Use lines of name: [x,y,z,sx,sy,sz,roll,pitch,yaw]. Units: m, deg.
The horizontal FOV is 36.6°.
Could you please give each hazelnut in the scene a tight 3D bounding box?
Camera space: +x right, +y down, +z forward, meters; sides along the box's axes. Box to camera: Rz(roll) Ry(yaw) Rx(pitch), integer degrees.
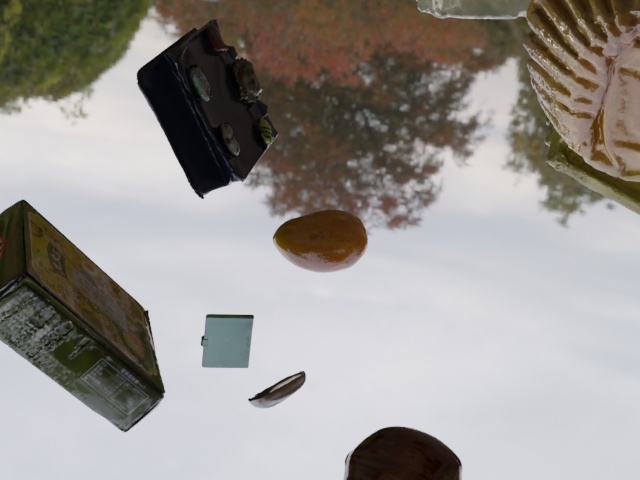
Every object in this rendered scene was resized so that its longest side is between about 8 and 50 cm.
hazelnut: [0.144,0.437,1.705,0.186,0.210,0.210,43,173,-35]

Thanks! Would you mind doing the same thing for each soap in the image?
soap: [0.464,-0.100,1.335,0.314,0.091,0.199,29,-149,0]

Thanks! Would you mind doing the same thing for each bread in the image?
bread: [0.345,-0.193,1.013,0.274,0.274,0.149,11,-141,4]

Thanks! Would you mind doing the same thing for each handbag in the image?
handbag: [-0.222,-0.292,2.062,0.121,0.303,0.329,-17,-158,26]

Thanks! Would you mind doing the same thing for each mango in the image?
mango: [0.001,0.003,2.164,0.217,0.141,0.102,5,-151,-9]

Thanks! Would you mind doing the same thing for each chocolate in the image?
chocolate: [-0.068,0.254,1.614,0.100,0.031,0.064,-27,178,-34]

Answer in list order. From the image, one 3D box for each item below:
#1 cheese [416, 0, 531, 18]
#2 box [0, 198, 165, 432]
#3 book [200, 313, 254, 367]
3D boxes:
cheese: [0.332,-0.498,1.706,0.332,0.153,0.292,-1,-149,13]
box: [-0.523,0.153,2.031,0.420,0.138,0.373,48,-175,-30]
book: [-0.191,0.204,1.964,0.103,0.135,0.017,2,-145,-10]
